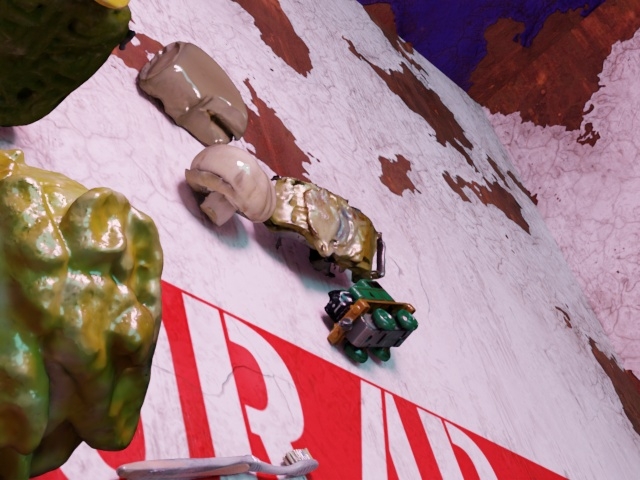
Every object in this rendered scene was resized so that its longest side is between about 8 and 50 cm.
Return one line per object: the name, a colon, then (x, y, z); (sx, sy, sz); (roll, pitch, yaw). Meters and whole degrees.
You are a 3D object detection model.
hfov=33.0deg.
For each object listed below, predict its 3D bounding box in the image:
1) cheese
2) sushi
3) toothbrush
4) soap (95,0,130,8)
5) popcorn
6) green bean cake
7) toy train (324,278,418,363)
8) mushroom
cheese: (-0.207, -0.250, 1.852); (0.202, 0.091, 0.175); (44, 24, -15)
sushi: (0.006, -0.002, 1.837); (0.291, 0.131, 0.139); (36, 48, -47)
toothbrush: (-0.110, 0.269, 1.285); (0.375, 0.028, 0.037); (14, 36, -57)
soap: (-0.283, -0.329, 1.229); (0.168, 0.033, 0.089); (44, 20, -12)
popcorn: (-0.283, 0.075, 0.952); (0.312, 0.312, 0.312); (41, 23, -22)
green bean cake: (-0.389, -0.260, 1.300); (0.247, 0.250, 0.156); (15, 40, -57)
toy train: (0.077, 0.127, 1.802); (0.136, 0.091, 0.227); (49, 20, 27)
mushroom: (-0.140, -0.079, 1.684); (0.154, 0.123, 0.154); (30, -12, 7)
